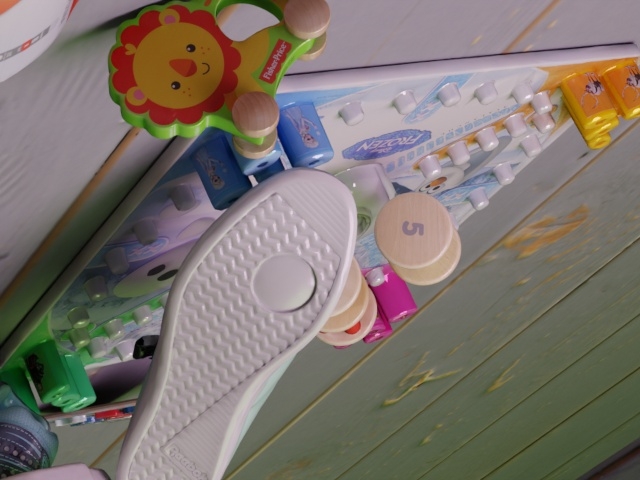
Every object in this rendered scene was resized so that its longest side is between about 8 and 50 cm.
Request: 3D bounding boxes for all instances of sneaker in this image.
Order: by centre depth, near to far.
[{"bbox_3d":[-0.055,0.039,1.098,0.256,0.094,0.151,-60,-170,24],"label":"sneaker"},{"bbox_3d":[-0.243,0.163,1.215,0.122,0.110,0.283,-57,-161,-14],"label":"sneaker"}]

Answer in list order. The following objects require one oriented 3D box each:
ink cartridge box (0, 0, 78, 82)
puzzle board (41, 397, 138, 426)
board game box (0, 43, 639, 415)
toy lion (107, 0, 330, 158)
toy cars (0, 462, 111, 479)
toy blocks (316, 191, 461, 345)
[{"bbox_3d":[-0.113,-0.124,0.758,0.179,0.045,0.145,-14,159,-26],"label":"ink cartridge box"},{"bbox_3d":[-0.157,0.139,1.405,0.128,0.011,0.096,-11,171,20],"label":"puzzle board"},{"bbox_3d":[0.000,0.000,1.244,0.390,0.050,0.390,-11,156,-40],"label":"board game box"},{"bbox_3d":[-0.056,-0.093,0.872,0.034,0.096,0.100,101,15,-68],"label":"toy lion"},{"bbox_3d":[-0.229,0.120,0.964,0.394,0.176,0.087,36,118,-28],"label":"toy cars"},{"bbox_3d":[0.042,0.027,1.205,0.123,0.054,0.148,-28,164,1],"label":"toy blocks"}]
